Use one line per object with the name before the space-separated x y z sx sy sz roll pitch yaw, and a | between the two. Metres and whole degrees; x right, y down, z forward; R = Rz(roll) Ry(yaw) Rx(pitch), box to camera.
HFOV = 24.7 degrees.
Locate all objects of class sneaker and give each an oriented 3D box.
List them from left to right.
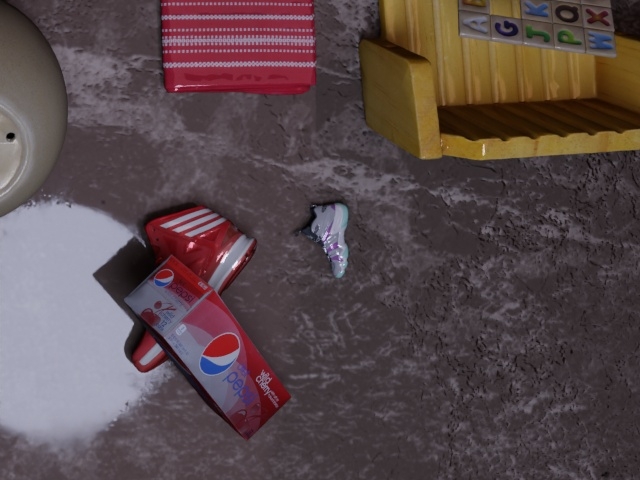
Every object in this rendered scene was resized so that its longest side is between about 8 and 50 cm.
sneaker | -0.192 0.051 1.848 0.128 0.087 0.221 39 86 5
sneaker | 0.000 0.000 1.906 0.069 0.038 0.098 0 84 -14

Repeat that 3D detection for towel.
towel | -0.106 -0.321 1.856 0.199 0.031 0.274 -3 93 -13

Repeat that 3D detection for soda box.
soda box | -0.132 0.135 1.778 0.083 0.092 0.263 -45 142 -11

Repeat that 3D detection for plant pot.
plant pot | -0.410 -0.129 1.659 0.284 0.191 0.284 -10 116 -21

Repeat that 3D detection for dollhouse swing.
dollhouse swing | 0.247 -0.285 1.838 0.347 0.315 0.305 -4 106 -15

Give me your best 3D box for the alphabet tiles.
alphabet tiles | 0.266 -0.331 1.832 0.198 0.009 0.237 6 56 -7
